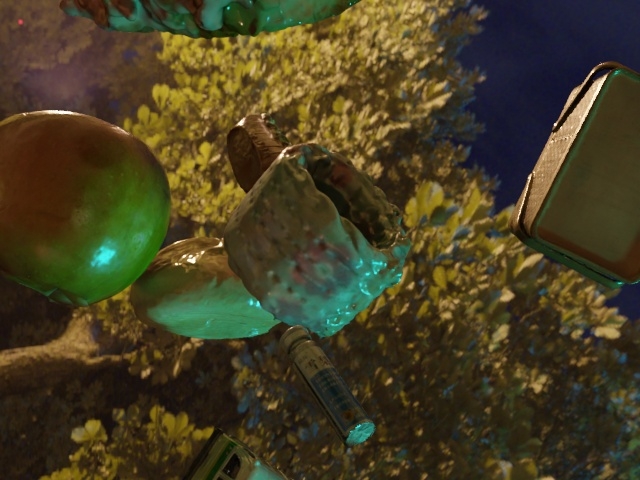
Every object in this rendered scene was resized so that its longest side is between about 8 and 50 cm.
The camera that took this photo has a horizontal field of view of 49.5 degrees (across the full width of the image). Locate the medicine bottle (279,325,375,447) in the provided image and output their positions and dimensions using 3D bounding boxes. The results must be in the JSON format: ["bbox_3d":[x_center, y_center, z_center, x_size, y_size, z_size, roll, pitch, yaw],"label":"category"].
[{"bbox_3d":[0.006,0.202,0.979,0.051,0.051,0.191,-13,-134,-29],"label":"medicine bottle"}]

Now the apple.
[{"bbox_3d":[-0.481,-0.055,1.323,0.383,0.374,0.374,10,-140,22],"label":"apple"}]

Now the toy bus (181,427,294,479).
[{"bbox_3d":[-0.113,0.494,1.330,0.276,0.164,0.134,45,-110,-32],"label":"toy bus"}]

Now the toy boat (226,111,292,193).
[{"bbox_3d":[-0.093,-0.141,1.089,0.099,0.109,0.293,16,-153,-25],"label":"toy boat"}]

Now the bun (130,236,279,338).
[{"bbox_3d":[-0.224,0.093,1.509,0.360,0.361,0.213,3,-111,-18],"label":"bun"}]

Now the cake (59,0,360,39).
[{"bbox_3d":[-0.119,-0.349,0.584,0.293,0.307,0.314,-42,-134,-23],"label":"cake"}]

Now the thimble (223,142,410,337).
[{"bbox_3d":[0.000,0.000,0.807,0.185,0.149,0.211,14,-144,-48],"label":"thimble"}]

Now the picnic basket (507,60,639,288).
[{"bbox_3d":[0.380,-0.086,0.925,0.165,0.267,0.139,25,-175,2],"label":"picnic basket"}]
